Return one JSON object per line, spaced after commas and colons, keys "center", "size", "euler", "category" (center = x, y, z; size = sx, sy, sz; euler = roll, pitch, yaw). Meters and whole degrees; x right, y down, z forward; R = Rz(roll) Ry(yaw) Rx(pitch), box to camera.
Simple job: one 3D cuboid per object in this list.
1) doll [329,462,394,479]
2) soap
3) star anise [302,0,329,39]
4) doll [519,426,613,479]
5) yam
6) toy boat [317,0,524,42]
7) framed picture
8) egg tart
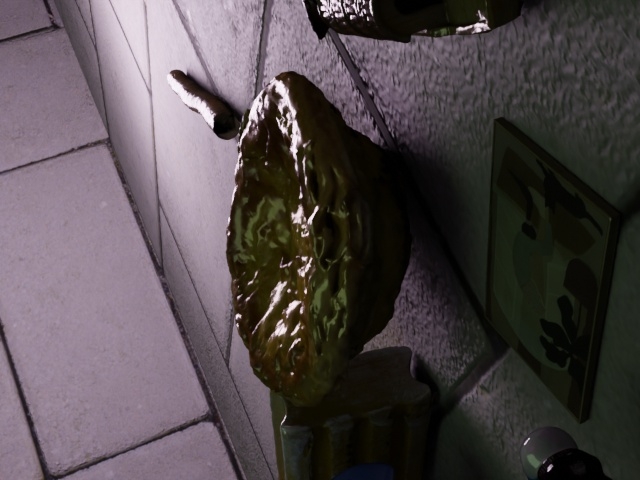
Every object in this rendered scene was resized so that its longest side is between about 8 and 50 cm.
{"center": [0.029, 0.348, 0.992], "size": [0.365, 0.375, 0.187], "euler": [130, 129, -59], "category": "doll"}
{"center": [0.036, 0.250, 1.091], "size": [0.274, 0.173, 0.089], "euler": [89, 164, -45], "category": "soap"}
{"center": [0.004, -0.284, 0.766], "size": [0.212, 0.053, 0.157], "euler": [73, -159, -67], "category": "star anise"}
{"center": [0.181, 0.241, 0.488], "size": [0.310, 0.240, 0.284], "euler": [11, 90, 65], "category": "doll"}
{"center": [-0.196, -0.228, 1.517], "size": [0.045, 0.045, 0.327], "euler": [39, -177, -31], "category": "yam"}
{"center": [0.063, -0.173, 0.665], "size": [0.226, 0.088, 0.068], "euler": [-143, 38, -64], "category": "toy boat"}
{"center": [0.164, 0.025, 0.698], "size": [0.136, 0.010, 0.201], "euler": [-128, 25, -46], "category": "framed picture"}
{"center": [-0.001, 0.003, 0.930], "size": [0.341, 0.128, 0.342], "euler": [180, 90, -70], "category": "egg tart"}
